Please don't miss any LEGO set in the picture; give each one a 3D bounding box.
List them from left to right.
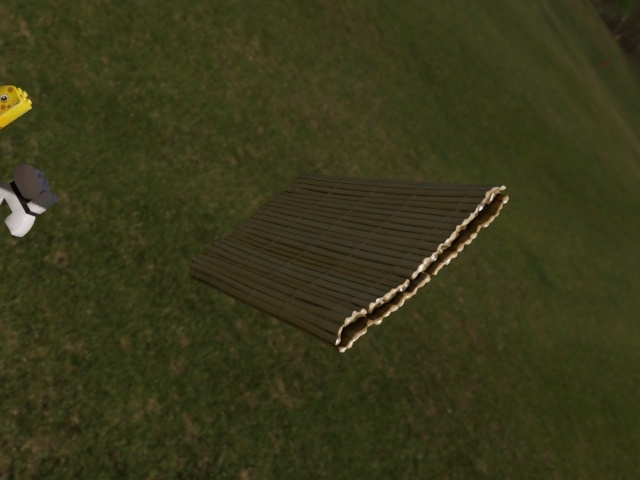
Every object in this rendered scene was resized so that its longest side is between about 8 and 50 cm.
[{"bbox_3d":[-0.324,-0.127,0.851,0.227,0.093,0.087,58,4,11],"label":"LEGO set"}]

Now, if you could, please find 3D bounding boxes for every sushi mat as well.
[{"bbox_3d":[0.000,0.000,0.677,0.019,0.151,0.316,56,-17,-19],"label":"sushi mat"}]
